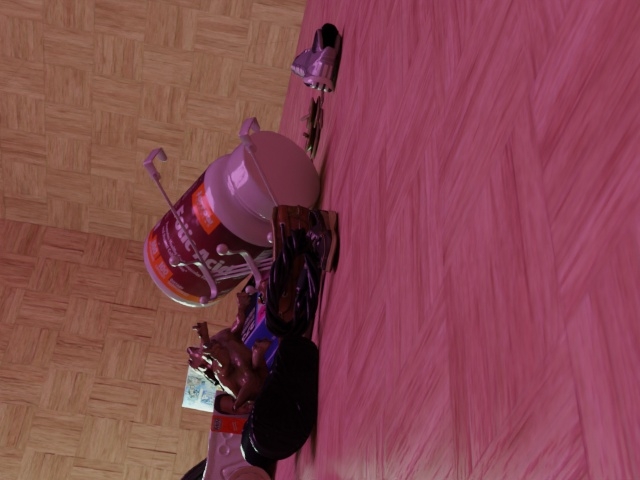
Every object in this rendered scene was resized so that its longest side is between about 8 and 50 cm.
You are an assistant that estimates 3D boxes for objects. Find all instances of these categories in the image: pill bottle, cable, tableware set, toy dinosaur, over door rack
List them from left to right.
[{"bbox_3d":[-0.184,-0.039,1.789,0.324,0.239,0.108,70,-155,-16],"label":"over door rack"},{"bbox_3d":[-0.210,0.439,2.072,0.287,0.072,0.139,-45,-18,0],"label":"cable"},{"bbox_3d":[-0.187,-0.042,1.993,0.392,0.224,0.224,-42,32,39],"label":"pill bottle"},{"bbox_3d":[-0.148,0.233,1.698,0.296,0.127,0.200,-130,28,-54],"label":"toy dinosaur"},{"bbox_3d":[-0.041,0.072,1.541,0.150,0.047,0.184,70,-142,-50],"label":"cable"},{"bbox_3d":[-0.025,-0.266,2.204,0.194,0.039,0.128,-88,10,-51],"label":"tableware set"}]

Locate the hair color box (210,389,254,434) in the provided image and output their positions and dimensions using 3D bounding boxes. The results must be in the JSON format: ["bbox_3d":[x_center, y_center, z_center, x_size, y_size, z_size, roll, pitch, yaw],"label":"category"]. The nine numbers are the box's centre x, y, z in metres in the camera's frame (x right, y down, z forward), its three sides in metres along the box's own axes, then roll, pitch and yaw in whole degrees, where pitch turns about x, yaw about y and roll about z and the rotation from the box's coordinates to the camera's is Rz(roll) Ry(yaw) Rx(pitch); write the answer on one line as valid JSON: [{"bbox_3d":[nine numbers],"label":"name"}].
[{"bbox_3d":[-0.131,0.326,1.776,0.072,0.141,0.043,-91,9,-57],"label":"hair color box"}]

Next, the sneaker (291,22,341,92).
[{"bbox_3d":[0.003,-0.405,2.045,0.229,0.086,0.132,-121,45,-65],"label":"sneaker"}]

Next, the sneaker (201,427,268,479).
[{"bbox_3d":[-0.159,0.427,1.954,0.236,0.130,0.323,41,-111,-85],"label":"sneaker"}]

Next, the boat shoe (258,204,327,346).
[{"bbox_3d":[-0.062,0.089,1.684,0.111,0.104,0.307,160,118,-80],"label":"boat shoe"}]

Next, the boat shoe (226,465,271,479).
[{"bbox_3d":[-0.122,0.511,1.515,0.097,0.116,0.324,-158,68,-84],"label":"boat shoe"}]

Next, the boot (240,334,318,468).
[{"bbox_3d":[-0.071,0.296,1.490,0.246,0.094,0.207,-77,5,-53],"label":"boot"}]

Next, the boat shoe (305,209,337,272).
[{"bbox_3d":[0.000,0.000,1.524,0.152,0.049,0.056,-91,12,-61],"label":"boat shoe"}]

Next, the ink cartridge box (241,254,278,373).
[{"bbox_3d":[-0.101,0.139,1.932,0.176,0.069,0.371,-54,18,20],"label":"ink cartridge box"}]

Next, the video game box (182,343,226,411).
[{"bbox_3d":[-0.271,0.396,2.653,0.048,0.205,0.187,-86,8,-69],"label":"video game box"}]
